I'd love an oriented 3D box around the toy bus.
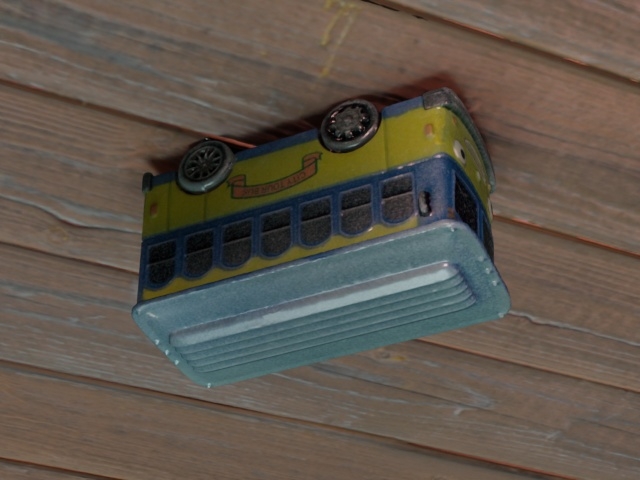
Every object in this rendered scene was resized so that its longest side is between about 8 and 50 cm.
[{"bbox_3d":[0.000,0.000,1.226,0.312,0.190,0.152,-15,140,17],"label":"toy bus"}]
